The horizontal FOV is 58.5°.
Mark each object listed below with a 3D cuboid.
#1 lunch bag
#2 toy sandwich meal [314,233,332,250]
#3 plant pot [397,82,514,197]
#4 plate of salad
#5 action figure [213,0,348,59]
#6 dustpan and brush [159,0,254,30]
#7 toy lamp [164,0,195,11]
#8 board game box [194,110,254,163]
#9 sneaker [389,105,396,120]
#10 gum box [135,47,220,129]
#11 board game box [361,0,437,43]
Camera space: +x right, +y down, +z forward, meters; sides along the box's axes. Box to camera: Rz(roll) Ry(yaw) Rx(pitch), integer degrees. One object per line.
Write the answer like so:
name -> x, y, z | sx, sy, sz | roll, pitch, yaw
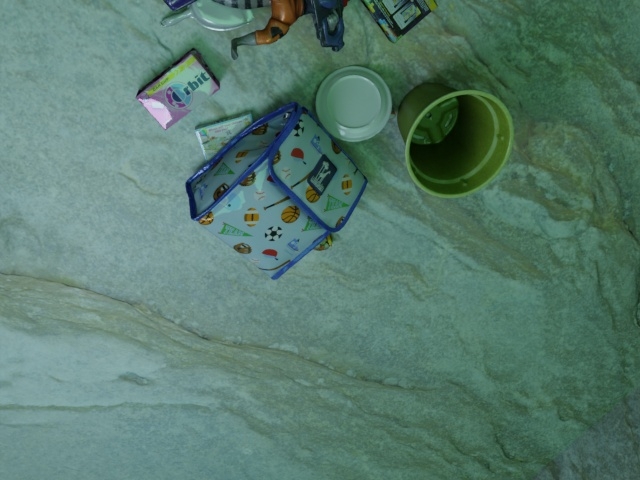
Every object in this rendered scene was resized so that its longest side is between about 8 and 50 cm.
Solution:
lunch bag -> -0.103, -0.132, 1.502 | 0.385, 0.239, 0.328 | -39, 129, 10
toy sandwich meal -> 0.000, 0.000, 1.726 | 0.085, 0.029, 0.086 | -5, 121, -8
plant pot -> 0.319, -0.289, 1.485 | 0.275, 0.254, 0.276 | -4, 121, -7
plate of salad -> 0.087, -0.355, 1.491 | 0.199, 0.048, 0.200 | 0, 87, 1
action figure -> -0.067, -0.588, 1.273 | 0.330, 0.178, 0.342 | -24, 133, -21
dustpan and brush -> -0.280, -0.547, 1.339 | 0.211, 0.060, 0.147 | -24, 109, -5
toy lamp -> -0.239, -0.615, 1.258 | 0.274, 0.080, 0.080 | -44, 119, -1
board game box -> -0.243, -0.272, 1.520 | 0.154, 0.026, 0.104 | -16, 122, -1
sneaker -> 0.122, -0.344, 1.542 | 0.157, 0.061, 0.065 | -11, 92, 1
gum box -> -0.347, -0.377, 1.417 | 0.188, 0.062, 0.107 | -34, 121, 10
board game box -> 0.182, -0.597, 1.397 | 0.141, 0.048, 0.170 | -38, 119, 10
